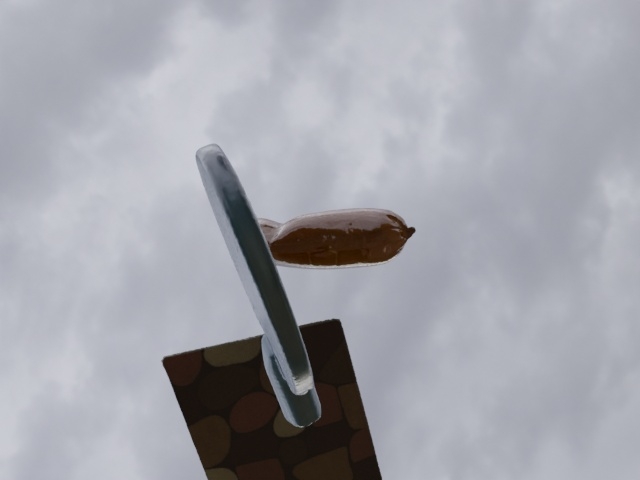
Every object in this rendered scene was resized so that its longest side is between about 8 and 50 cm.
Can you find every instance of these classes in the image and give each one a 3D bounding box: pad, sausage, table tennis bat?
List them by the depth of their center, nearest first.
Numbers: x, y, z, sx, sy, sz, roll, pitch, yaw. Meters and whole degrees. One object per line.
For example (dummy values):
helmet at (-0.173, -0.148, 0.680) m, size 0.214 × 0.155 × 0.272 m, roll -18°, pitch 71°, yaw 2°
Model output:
table tennis bat at (-0.023, 0.027, 0.438) m, size 0.019 × 0.100 × 0.155 m, roll -23°, pitch -47°, yaw -8°
pad at (-0.035, 0.178, 0.936) m, size 0.158 × 0.003 × 0.235 m, roll -13°, pitch -59°, yaw 2°
sausage at (0.000, 0.000, 0.979) m, size 0.183 × 0.062 × 0.054 m, roll -4°, pitch -69°, yaw 14°
